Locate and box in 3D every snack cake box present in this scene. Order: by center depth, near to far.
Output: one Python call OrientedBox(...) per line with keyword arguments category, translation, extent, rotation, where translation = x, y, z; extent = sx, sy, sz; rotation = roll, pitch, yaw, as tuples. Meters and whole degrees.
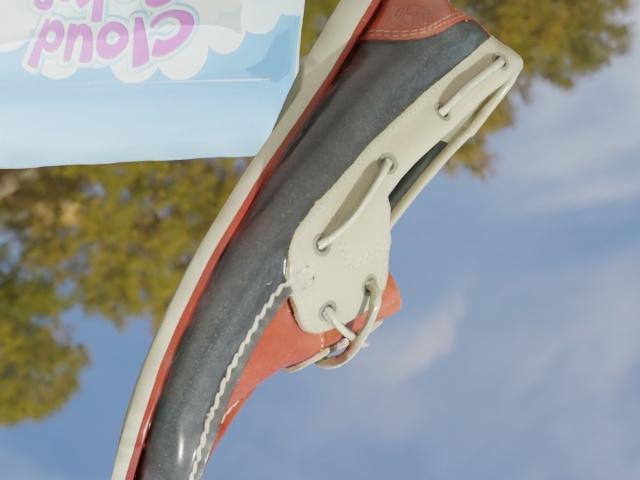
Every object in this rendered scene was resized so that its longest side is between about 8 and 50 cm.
OrientedBox(category="snack cake box", translation=(-0.155, -0.088, 0.651), extent=(0.264, 0.089, 0.152), rotation=(-5, -158, -30))

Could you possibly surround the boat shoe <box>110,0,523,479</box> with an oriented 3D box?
OrientedBox(category="boat shoe", translation=(0.000, 0.000, 0.383), extent=(0.137, 0.043, 0.049), rotation=(-61, -179, -31))
